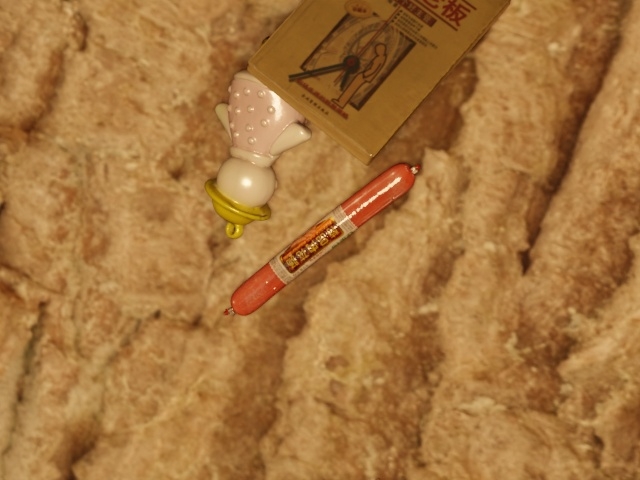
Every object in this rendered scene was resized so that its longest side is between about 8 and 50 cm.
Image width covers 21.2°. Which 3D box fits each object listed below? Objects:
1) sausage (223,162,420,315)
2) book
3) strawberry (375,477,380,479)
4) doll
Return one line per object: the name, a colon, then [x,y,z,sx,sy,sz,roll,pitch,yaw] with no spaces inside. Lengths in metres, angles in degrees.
sausage: [0.000,0.000,1.738,0.253,0.034,0.034,-39,83,9]
book: [0.060,-0.205,1.687,0.161,0.026,0.231,38,74,9]
strawberry: [0.014,0.414,1.602,0.295,0.317,0.345,13,106,23]
doll: [-0.063,-0.101,1.725,0.129,0.081,0.207,20,97,39]
